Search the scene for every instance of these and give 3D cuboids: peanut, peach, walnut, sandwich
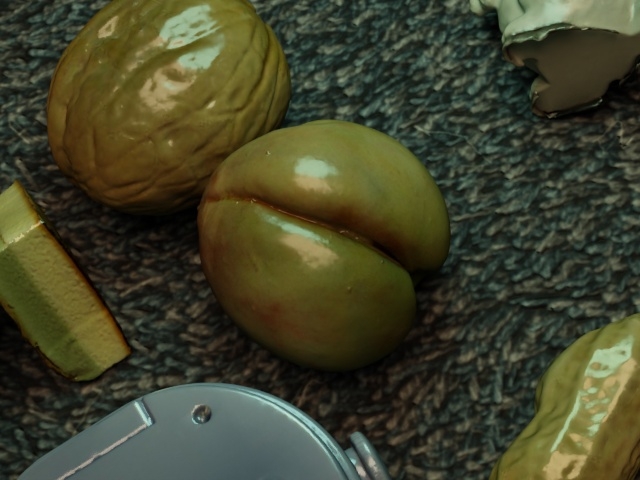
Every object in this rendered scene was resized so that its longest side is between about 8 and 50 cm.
[{"bbox_3d":[0.297,0.208,1.542,0.152,0.152,0.313,31,75,18],"label":"peanut"},{"bbox_3d":[0.000,0.001,1.612,0.292,0.247,0.292,0,86,7],"label":"peach"},{"bbox_3d":[-0.191,-0.175,1.706,0.313,0.252,0.277,-38,67,-2],"label":"walnut"},{"bbox_3d":[-0.340,0.050,1.697,0.108,0.220,0.186,-35,30,-8],"label":"sandwich"}]

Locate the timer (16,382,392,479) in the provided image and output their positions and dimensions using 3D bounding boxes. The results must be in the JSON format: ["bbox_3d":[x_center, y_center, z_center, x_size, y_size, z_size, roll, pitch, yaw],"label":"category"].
[{"bbox_3d":[-0.096,0.323,1.374,0.395,0.173,0.395,-6,59,9],"label":"timer"}]

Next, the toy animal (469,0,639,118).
[{"bbox_3d":[0.319,-0.351,1.790,0.258,0.194,0.357,-6,56,13],"label":"toy animal"}]
